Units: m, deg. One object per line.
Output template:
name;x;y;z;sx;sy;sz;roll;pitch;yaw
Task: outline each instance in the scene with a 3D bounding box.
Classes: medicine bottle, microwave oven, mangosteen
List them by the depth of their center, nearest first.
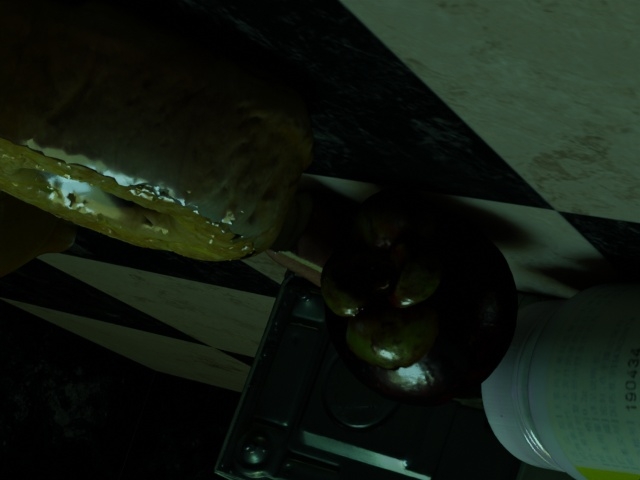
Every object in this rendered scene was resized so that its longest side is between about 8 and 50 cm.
medicine bottle;0.331;0.143;1.455;0.213;0.214;0.378;23;168;-23
mangosteen;0.095;0.063;1.489;0.209;0.210;0.210;17;168;4
microwave oven;0.118;0.211;1.823;0.394;0.333;0.247;11;162;32

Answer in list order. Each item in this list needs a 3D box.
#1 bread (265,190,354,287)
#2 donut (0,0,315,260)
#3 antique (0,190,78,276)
bread;0.001;0.000;1.595;0.192;0.067;0.119;28;-152;-52
donut;-0.167;-0.096;1.261;0.317;0.150;0.299;15;166;15
antique;-0.341;-0.073;1.437;0.129;0.224;0.278;11;177;32
